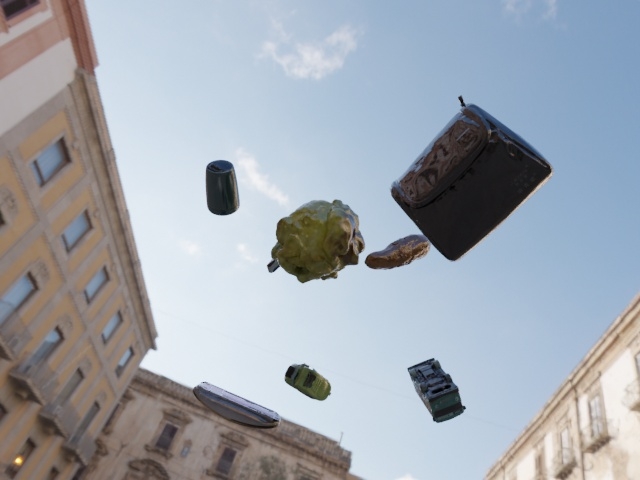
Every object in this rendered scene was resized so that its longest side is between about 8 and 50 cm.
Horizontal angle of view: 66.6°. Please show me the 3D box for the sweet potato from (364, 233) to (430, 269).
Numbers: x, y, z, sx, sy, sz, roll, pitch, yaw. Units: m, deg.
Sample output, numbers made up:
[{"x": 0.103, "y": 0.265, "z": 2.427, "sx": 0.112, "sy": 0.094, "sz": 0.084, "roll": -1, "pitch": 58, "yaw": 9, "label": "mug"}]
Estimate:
[{"x": 0.286, "y": 0.032, "z": 1.623, "sx": 0.106, "sy": 0.354, "sz": 0.096, "roll": 6, "pitch": -72, "yaw": 43, "label": "sweet potato"}]

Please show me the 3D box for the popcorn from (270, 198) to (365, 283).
[{"x": -0.011, "y": 0.007, "z": 1.672, "sx": 0.311, "sy": 0.312, "sz": 0.312, "roll": 12, "pitch": -43, "yaw": 11, "label": "popcorn"}]

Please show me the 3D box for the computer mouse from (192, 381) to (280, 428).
[{"x": -0.283, "y": 0.560, "z": 1.624, "sx": 0.310, "sy": 0.072, "sz": 0.158, "roll": 23, "pitch": -8, "yaw": -2, "label": "computer mouse"}]

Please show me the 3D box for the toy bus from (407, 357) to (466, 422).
[{"x": 0.268, "y": 0.348, "z": 1.132, "sx": 0.079, "sy": 0.160, "sz": 0.092, "roll": -21, "pitch": -79, "yaw": -3, "label": "toy bus"}]

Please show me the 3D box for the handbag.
[{"x": 0.307, "y": -0.141, "z": 1.077, "sx": 0.302, "sy": 0.178, "sz": 0.275, "roll": -46, "pitch": -104, "yaw": 19, "label": "handbag"}]

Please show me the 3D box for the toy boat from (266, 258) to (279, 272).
[{"x": -0.136, "y": 0.049, "z": 2.022, "sx": 0.046, "sy": 0.229, "sz": 0.080, "roll": 52, "pitch": -28, "yaw": -14, "label": "toy boat"}]

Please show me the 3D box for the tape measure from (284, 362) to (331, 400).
[{"x": -0.042, "y": 0.455, "z": 1.578, "sx": 0.153, "sy": 0.088, "sz": 0.177, "roll": 13, "pitch": -27, "yaw": 35, "label": "tape measure"}]

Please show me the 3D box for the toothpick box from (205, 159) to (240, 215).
[{"x": -0.351, "y": -0.191, "z": 1.740, "sx": 0.120, "sy": 0.120, "sz": 0.184, "roll": 13, "pitch": -51, "yaw": 10, "label": "toothpick box"}]
